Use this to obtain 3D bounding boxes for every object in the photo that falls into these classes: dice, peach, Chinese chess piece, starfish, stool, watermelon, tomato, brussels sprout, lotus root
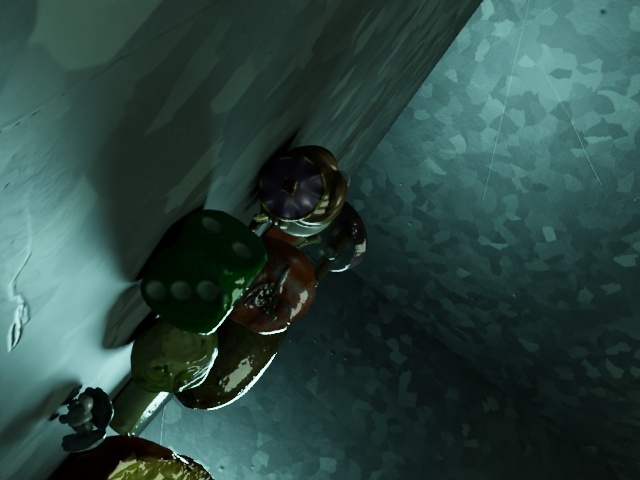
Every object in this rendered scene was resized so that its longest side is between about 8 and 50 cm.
[{"bbox_3d":[-0.153,0.042,0.911,0.128,0.120,0.131,-53,179,26],"label":"dice"},{"bbox_3d":[-0.449,0.667,1.654,0.339,0.417,0.353,-58,-179,-32],"label":"peach"},{"bbox_3d":[-0.420,0.371,1.600,0.188,0.083,0.188,-51,176,-5],"label":"Chinese chess piece"},{"bbox_3d":[-0.133,-0.032,1.475,0.091,0.028,0.078,-54,-176,8],"label":"starfish"},{"bbox_3d":[0.000,0.000,2.215,0.178,0.272,0.272,-31,164,-45],"label":"stool"},{"bbox_3d":[-0.117,-0.015,1.831,0.135,0.125,0.094,-16,119,-55],"label":"watermelon"},{"bbox_3d":[-0.122,0.101,1.586,0.232,0.232,0.188,-52,-157,15],"label":"tomato"},{"bbox_3d":[-0.258,0.195,1.217,0.162,0.143,0.181,-5,160,-37],"label":"brussels sprout"},{"bbox_3d":[-0.257,0.293,1.829,0.346,0.250,0.250,-46,175,-37],"label":"lotus root"}]

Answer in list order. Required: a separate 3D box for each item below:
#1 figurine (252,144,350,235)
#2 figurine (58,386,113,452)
[{"bbox_3d":[-0.033,-0.082,1.214,0.190,0.142,0.263,-28,175,-6],"label":"figurine"},{"bbox_3d":[-0.371,0.278,1.067,0.095,0.086,0.082,-5,-174,28],"label":"figurine"}]
